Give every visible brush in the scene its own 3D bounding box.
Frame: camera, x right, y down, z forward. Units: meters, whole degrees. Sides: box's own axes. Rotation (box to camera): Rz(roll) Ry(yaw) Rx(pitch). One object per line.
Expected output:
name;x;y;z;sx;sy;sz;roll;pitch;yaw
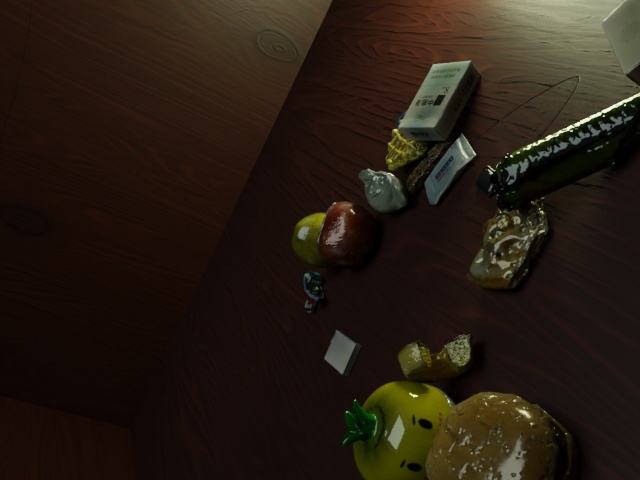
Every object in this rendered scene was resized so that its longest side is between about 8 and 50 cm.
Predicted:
brush;0.441;-0.133;1.734;0.063;0.016;0.193;-60;25;17

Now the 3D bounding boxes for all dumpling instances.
dumpling;0.192;-0.160;2.118;0.124;0.151;0.229;-44;19;-15

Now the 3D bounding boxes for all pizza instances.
pizza;0.439;-0.025;1.582;0.297;0.071;0.189;-65;23;2

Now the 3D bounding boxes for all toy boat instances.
toy boat;-0.022;0.163;2.365;0.173;0.069;0.059;-102;33;-59

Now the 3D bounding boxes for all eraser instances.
eraser;0.065;0.341;2.091;0.104;0.023;0.150;-67;24;1

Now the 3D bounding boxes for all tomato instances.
tomato;0.103;-0.015;2.182;0.155;0.180;0.214;4;80;46

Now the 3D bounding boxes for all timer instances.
timer;0.159;0.431;1.526;0.285;0.285;0.285;-45;32;40

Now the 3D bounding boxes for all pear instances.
pear;0.000;-0.001;2.317;0.198;0.198;0.198;-45;32;40

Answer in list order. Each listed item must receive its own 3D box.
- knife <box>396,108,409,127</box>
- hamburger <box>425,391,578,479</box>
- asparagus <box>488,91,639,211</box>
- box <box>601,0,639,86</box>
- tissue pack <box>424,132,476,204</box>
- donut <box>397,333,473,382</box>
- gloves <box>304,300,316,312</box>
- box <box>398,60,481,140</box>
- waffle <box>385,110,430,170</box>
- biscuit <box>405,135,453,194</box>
knife;0.336;-0.456;2.216;0.296;0.026;0.044;-42;46;43
hamburger;0.333;0.418;1.312;0.283;0.144;0.260;2;66;64
asparagus;0.535;-0.184;1.448;0.381;0.108;0.129;-27;62;29
box;0.641;-0.340;1.266;0.095;0.211;0.168;-45;33;42
tissue pack;0.360;-0.197;1.942;0.193;0.026;0.123;-53;27;27
donut;0.265;0.278;1.582;0.146;0.181;0.078;111;150;-54
gloves;-0.036;0.223;2.378;0.044;0.037;0.081;5;52;28
box;0.346;-0.406;2.013;0.155;0.067;0.243;13;69;54
waffle;0.303;-0.339;2.129;0.261;0.056;0.250;-24;39;55
biscuit;0.321;-0.223;2.035;0.199;0.034;0.064;-54;24;27
